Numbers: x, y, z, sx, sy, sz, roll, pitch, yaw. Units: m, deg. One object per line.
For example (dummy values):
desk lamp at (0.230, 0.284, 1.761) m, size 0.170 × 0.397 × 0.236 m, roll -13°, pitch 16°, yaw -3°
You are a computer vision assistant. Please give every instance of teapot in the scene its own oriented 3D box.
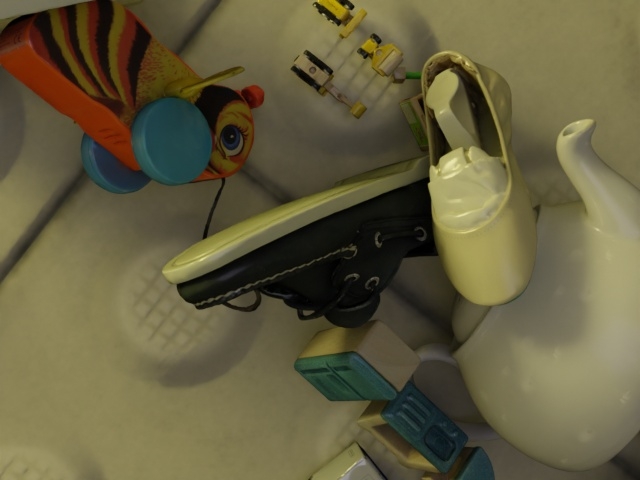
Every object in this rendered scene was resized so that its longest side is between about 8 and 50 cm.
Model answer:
teapot at (0.194, 0.064, 0.793) m, size 0.187 × 0.252 × 0.256 m, roll 29°, pitch 79°, yaw 4°

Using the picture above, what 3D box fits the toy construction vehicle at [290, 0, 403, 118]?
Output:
toy construction vehicle at (0.021, -0.172, 0.843) m, size 0.098 × 0.035 × 0.086 m, roll 38°, pitch 90°, yaw 7°

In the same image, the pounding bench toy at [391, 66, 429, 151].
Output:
pounding bench toy at (0.111, -0.135, 0.848) m, size 0.065 × 0.052 × 0.083 m, roll -27°, pitch 96°, yaw -4°

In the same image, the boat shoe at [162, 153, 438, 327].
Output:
boat shoe at (0.019, 0.012, 0.738) m, size 0.127 × 0.340 × 0.113 m, roll -15°, pitch 96°, yaw 34°

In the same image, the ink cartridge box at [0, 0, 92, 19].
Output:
ink cartridge box at (-0.261, -0.209, 0.686) m, size 0.333 × 0.165 × 0.065 m, roll -12°, pitch 120°, yaw 3°

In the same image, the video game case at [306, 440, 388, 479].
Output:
video game case at (0.022, 0.373, 0.871) m, size 0.244 × 0.061 × 0.269 m, roll -38°, pitch 97°, yaw -4°

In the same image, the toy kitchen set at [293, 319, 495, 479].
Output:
toy kitchen set at (0.049, 0.199, 0.766) m, size 0.207 × 0.122 × 0.166 m, roll 43°, pitch 65°, yaw -11°

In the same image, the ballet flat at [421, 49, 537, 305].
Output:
ballet flat at (0.115, -0.062, 0.724) m, size 0.086 × 0.248 × 0.086 m, roll 0°, pitch 139°, yaw 0°

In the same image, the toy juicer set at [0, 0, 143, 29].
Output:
toy juicer set at (-0.326, -0.298, 0.766) m, size 0.209 × 0.089 × 0.329 m, roll -33°, pitch 98°, yaw -4°

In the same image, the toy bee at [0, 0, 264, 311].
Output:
toy bee at (-0.129, -0.102, 0.785) m, size 0.195 × 0.298 × 0.162 m, roll 12°, pitch 54°, yaw 27°
